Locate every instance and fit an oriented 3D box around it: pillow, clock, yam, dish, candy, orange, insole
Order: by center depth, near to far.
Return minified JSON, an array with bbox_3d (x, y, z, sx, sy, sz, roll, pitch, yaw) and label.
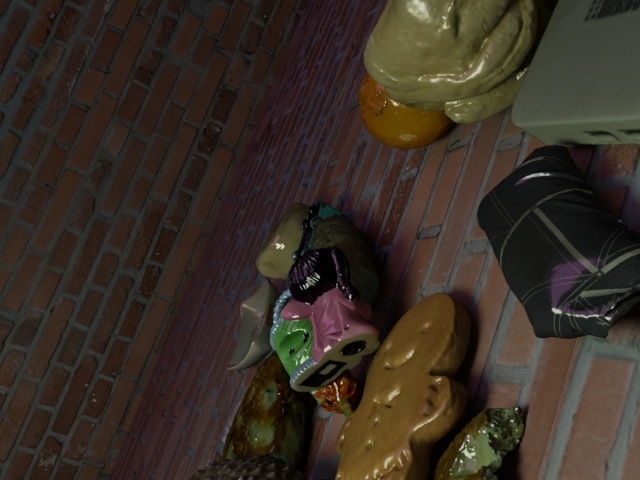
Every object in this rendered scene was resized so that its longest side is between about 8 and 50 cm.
[{"bbox_3d":[0.281,0.001,0.896,0.161,0.092,0.335,-53,22,24],"label":"pillow"},{"bbox_3d":[0.053,0.292,1.215,0.078,0.084,0.288,-56,26,11],"label":"candy"},{"bbox_3d":[-0.007,0.125,1.258,0.194,0.100,0.195,-41,52,27],"label":"clock"},{"bbox_3d":[0.022,0.380,1.279,0.152,0.002,0.053,-36,34,57],"label":"insole"},{"bbox_3d":[0.172,-0.277,1.411,0.219,0.193,0.219,-50,-4,-4],"label":"orange"},{"bbox_3d":[0.039,0.041,1.489,0.133,0.133,0.330,-59,14,18],"label":"yam"},{"bbox_3d":[-0.150,0.215,1.867,0.151,0.077,0.212,-46,26,42],"label":"dish"}]

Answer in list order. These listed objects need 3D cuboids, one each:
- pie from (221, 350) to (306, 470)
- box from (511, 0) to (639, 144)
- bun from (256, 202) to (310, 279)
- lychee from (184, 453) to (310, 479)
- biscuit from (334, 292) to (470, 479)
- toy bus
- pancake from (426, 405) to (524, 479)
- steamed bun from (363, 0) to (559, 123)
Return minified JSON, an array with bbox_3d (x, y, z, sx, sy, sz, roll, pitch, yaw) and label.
[{"bbox_3d":[-0.118,0.395,1.499,0.355,0.103,0.288,-64,18,19],"label":"pie"},{"bbox_3d":[0.413,-0.291,0.915,0.367,0.090,0.373,-66,18,0],"label":"box"},{"bbox_3d":[-0.062,0.007,1.821,0.178,0.128,0.193,-51,11,37],"label":"bun"},{"bbox_3d":[-0.132,0.470,1.166,0.300,0.300,0.300,-54,21,32],"label":"lychee"},{"bbox_3d":[0.111,0.221,1.065,0.275,0.052,0.355,-36,24,54],"label":"biscuit"},{"bbox_3d":[0.000,0.000,1.699,0.079,0.091,0.160,-7,65,67],"label":"toy bus"},{"bbox_3d":[0.151,0.363,0.863,0.197,0.054,0.377,-169,101,-78],"label":"pancake"},{"bbox_3d":[0.257,-0.350,1.161,0.372,0.230,0.325,-43,-22,-13],"label":"steamed bun"}]
